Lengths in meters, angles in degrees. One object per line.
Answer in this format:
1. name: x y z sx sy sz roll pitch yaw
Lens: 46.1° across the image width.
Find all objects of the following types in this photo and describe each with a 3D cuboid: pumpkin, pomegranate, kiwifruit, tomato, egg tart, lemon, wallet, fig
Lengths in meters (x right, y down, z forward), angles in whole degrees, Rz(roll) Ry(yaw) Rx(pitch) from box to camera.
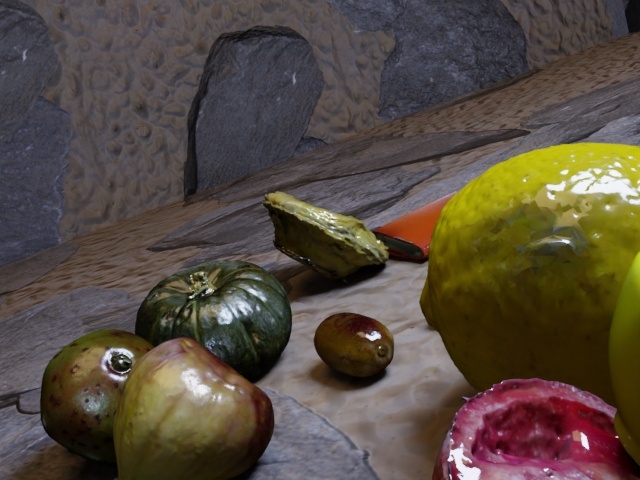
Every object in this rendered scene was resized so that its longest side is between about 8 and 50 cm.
1. pumpkin: -0.146 0.111 1.033 0.223 0.157 0.224 -12 26 6
2. pomegranate: -0.269 0.197 0.914 0.205 0.159 0.159 -41 -3 40
3. kiwifruit: 0.040 0.126 0.915 0.075 0.075 0.124 -27 20 -31
4. tomato: 0.141 0.183 0.462 0.173 0.099 0.189 20 33 -3
5. egg tart: 0.000 0.000 1.271 0.106 0.241 0.241 -63 23 -4
6. lemon: 0.235 0.034 0.667 0.310 0.253 0.253 -9 17 30
7. wallet: 0.207 -0.026 1.317 0.204 0.045 0.142 -25 26 -28
8. fig: -0.155 0.199 0.748 0.231 0.160 0.143 -36 -18 -46

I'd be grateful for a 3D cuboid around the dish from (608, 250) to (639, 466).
1. dish: 0.273 0.124 0.448 0.221 0.108 0.262 2 40 -43
